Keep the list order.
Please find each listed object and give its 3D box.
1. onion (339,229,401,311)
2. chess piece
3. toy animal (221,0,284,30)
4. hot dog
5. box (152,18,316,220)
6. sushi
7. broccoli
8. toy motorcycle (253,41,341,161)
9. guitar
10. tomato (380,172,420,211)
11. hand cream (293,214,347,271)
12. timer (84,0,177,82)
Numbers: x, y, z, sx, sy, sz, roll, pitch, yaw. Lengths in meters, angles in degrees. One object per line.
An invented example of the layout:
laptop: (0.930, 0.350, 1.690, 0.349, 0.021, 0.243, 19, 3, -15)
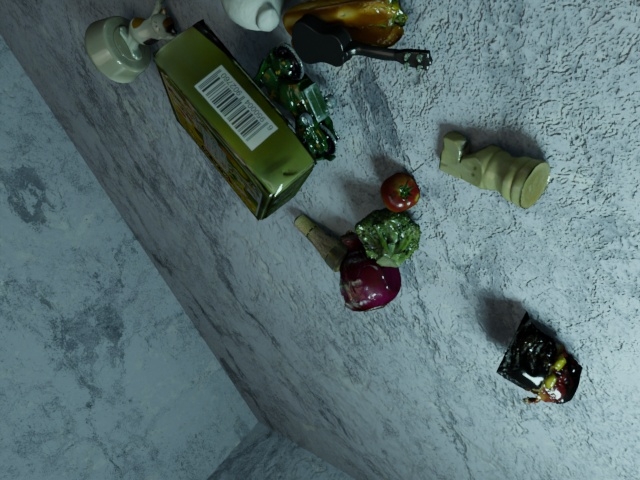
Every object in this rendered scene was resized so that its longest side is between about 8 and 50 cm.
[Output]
onion: (0.121, 0.072, 1.219, 0.140, 0.195, 0.217, -18, 83, 30)
chess piece: (0.302, -0.133, 0.862, 0.200, 0.090, 0.090, 33, 147, 41)
toy animal: (-0.118, -0.493, 0.880, 0.178, 0.128, 0.193, 70, 158, 13)
hot dog: (0.042, -0.395, 0.875, 0.269, 0.072, 0.115, 16, 136, 37)
box: (-0.199, -0.247, 1.127, 0.373, 0.138, 0.420, 50, 169, -3)
sushi: (0.478, 0.279, 1.028, 0.151, 0.153, 0.172, 26, 151, 24)
broccoli: (0.163, -0.005, 1.105, 0.146, 0.137, 0.162, -9, 144, 29)
toy motorcycle: (-0.053, -0.298, 1.042, 0.187, 0.125, 0.274, 22, 146, 52)
guitar: (0.065, -0.333, 0.827, 0.271, 0.038, 0.083, 24, 149, 26)
tomato: (0.171, -0.105, 1.032, 0.087, 0.087, 0.075, 51, 174, -6)
hand cream: (0.000, 0.000, 1.351, 0.203, 0.084, 0.084, 41, 148, 19)
timer: (-0.486, -0.555, 1.281, 0.266, 0.175, 0.175, -10, 119, 32)
